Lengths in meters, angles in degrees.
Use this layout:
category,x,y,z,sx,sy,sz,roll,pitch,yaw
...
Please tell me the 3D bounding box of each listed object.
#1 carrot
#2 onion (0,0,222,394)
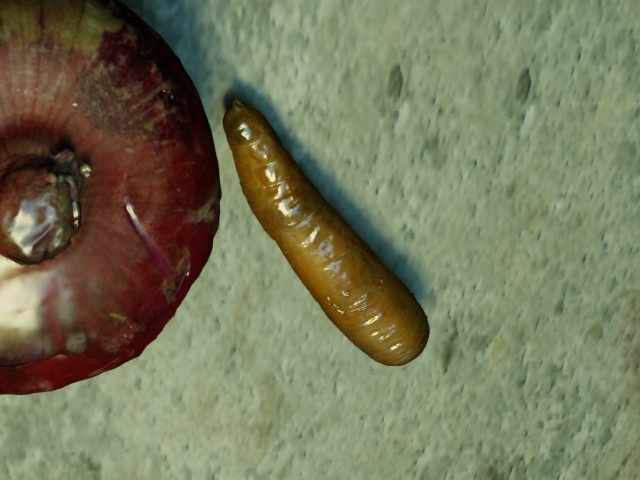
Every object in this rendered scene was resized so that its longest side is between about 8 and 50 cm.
category,x,y,z,sx,sy,sz,roll,pitch,yaw
carrot,0.000,0.000,0.875,0.059,0.059,0.248,-34,123,6
onion,-0.172,-0.031,0.715,0.247,0.190,0.246,-5,106,-17
